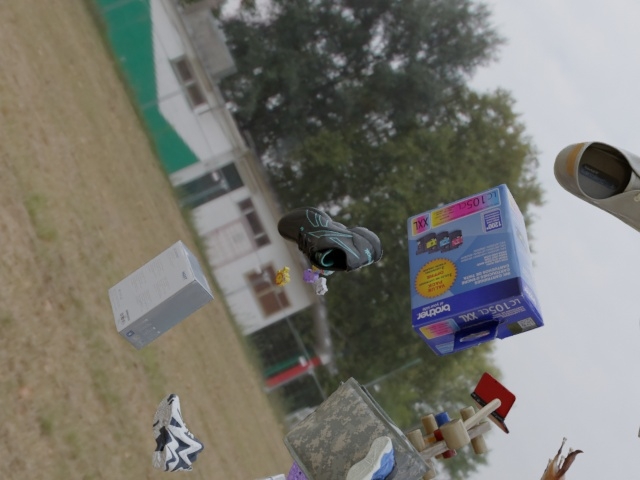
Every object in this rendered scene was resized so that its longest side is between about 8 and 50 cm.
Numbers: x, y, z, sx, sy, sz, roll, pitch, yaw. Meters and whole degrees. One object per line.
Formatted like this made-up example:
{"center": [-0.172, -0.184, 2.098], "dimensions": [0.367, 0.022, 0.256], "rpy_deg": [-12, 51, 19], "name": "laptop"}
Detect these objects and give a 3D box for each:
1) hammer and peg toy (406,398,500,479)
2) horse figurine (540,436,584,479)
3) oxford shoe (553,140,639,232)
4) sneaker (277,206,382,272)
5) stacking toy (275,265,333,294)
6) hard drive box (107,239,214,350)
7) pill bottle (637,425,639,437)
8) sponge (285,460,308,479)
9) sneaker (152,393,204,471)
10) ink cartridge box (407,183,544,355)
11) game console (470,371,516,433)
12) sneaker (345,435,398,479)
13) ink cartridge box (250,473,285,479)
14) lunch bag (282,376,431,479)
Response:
{"center": [0.317, 0.526, 2.002], "dimensions": [0.361, 0.266, 0.127], "rpy_deg": [-33, -106, 56], "name": "hammer and peg toy"}
{"center": [0.698, 0.695, 2.292], "dimensions": [0.066, 0.174, 0.263], "rpy_deg": [25, -33, 13], "name": "horse figurine"}
{"center": [0.728, -0.094, 1.678], "dimensions": [0.449, 0.169, 0.130], "rpy_deg": [25, -1, 8], "name": "oxford shoe"}
{"center": [0.000, 0.000, 1.662], "dimensions": [0.267, 0.106, 0.101], "rpy_deg": [16, -51, 35], "name": "sneaker"}
{"center": [-0.003, 0.093, 2.278], "dimensions": [0.167, 0.221, 0.052], "rpy_deg": [17, 55, -38], "name": "stacking toy"}
{"center": [-0.407, 0.136, 1.949], "dimensions": [0.089, 0.232, 0.181], "rpy_deg": [54, 3, -41], "name": "hard drive box"}
{"center": [0.843, 0.438, 1.685], "dimensions": [0.264, 0.146, 0.146], "rpy_deg": [18, -33, 29], "name": "pill bottle"}
{"center": [0.009, 0.653, 2.120], "dimensions": [0.117, 0.210, 0.031], "rpy_deg": [-61, 139, -51], "name": "sponge"}
{"center": [-0.423, 0.594, 2.348], "dimensions": [0.153, 0.094, 0.235], "rpy_deg": [31, 39, -40], "name": "sneaker"}
{"center": [0.353, 0.093, 1.791], "dimensions": [0.151, 0.270, 0.395], "rpy_deg": [46, 33, -41], "name": "ink cartridge box"}
{"center": [0.535, 0.494, 2.343], "dimensions": [0.144, 0.085, 0.124], "rpy_deg": [41, -12, 50], "name": "game console"}
{"center": [0.111, 0.483, 1.591], "dimensions": [0.152, 0.058, 0.084], "rpy_deg": [-42, 119, -49], "name": "sneaker"}
{"center": [-0.194, 0.644, 1.881], "dimensions": [0.237, 0.172, 0.100], "rpy_deg": [33, 43, -70], "name": "ink cartridge box"}
{"center": [0.071, 0.487, 1.802], "dimensions": [0.287, 0.235, 0.169], "rpy_deg": [46, -3, 44], "name": "lunch bag"}
